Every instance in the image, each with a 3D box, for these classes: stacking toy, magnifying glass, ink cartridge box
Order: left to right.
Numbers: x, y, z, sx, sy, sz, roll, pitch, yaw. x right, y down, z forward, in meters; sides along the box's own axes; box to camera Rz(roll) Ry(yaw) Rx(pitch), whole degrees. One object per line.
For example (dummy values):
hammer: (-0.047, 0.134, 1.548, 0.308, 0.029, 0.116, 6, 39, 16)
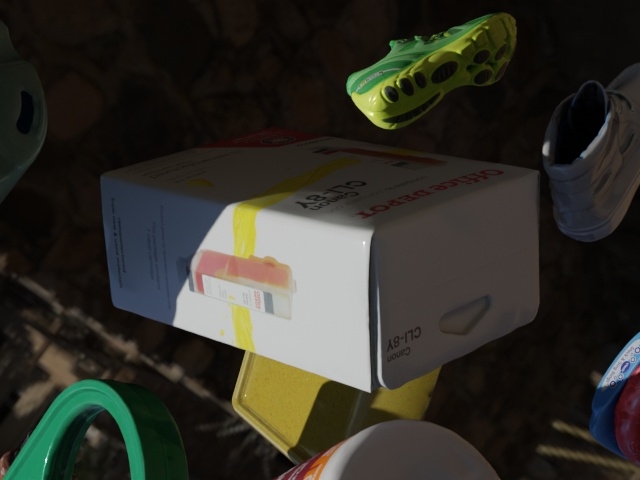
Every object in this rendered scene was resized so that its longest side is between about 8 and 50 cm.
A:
magnifying glass: (-0.121, 0.117, 0.493, 0.026, 0.092, 0.231, 10, 157, -38)
ink cartridge box: (0.000, 0.000, 1.251, 0.384, 0.160, 0.279, 14, -157, 41)
stacking toy: (0.443, 0.225, 1.266, 0.165, 0.175, 0.302, 31, -172, -31)

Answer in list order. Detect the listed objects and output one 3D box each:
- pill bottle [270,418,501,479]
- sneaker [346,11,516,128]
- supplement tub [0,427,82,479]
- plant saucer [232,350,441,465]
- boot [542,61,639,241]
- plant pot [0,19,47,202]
pill bottle: (0.013, 0.344, 1.261, 0.224, 0.224, 0.392, 37, 144, -9)
sneaker: (0.162, -0.262, 1.698, 0.123, 0.295, 0.109, 39, 144, 38)
supplement tub: (-0.358, 0.324, 1.438, 0.106, 0.198, 0.106, 26, -163, -9)
plant saucer: (0.002, 0.174, 1.624, 0.081, 0.333, 0.333, 2, -159, -42)
boot: (0.314, -0.130, 1.280, 0.095, 0.258, 0.123, 8, 144, 32)
plant pot: (-0.450, -0.069, 1.115, 0.341, 0.334, 0.341, 33, -143, -29)
